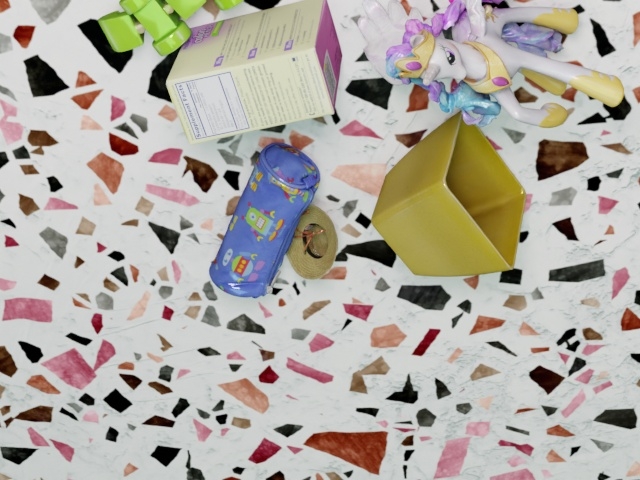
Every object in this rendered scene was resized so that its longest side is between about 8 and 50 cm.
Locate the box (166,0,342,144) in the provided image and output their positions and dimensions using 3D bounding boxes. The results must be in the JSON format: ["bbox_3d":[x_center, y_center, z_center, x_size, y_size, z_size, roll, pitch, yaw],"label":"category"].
[{"bbox_3d":[-0.099,-0.275,1.776,0.242,0.214,0.117,-11,122,11],"label":"box"}]

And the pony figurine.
[{"bbox_3d":[0.237,-0.316,1.679,0.363,0.351,0.303,8,133,-24],"label":"pony figurine"}]

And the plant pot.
[{"bbox_3d":[0.212,-0.059,1.917,0.187,0.212,0.212,-23,121,34],"label":"plant pot"}]

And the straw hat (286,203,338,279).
[{"bbox_3d":[0.000,0.000,2.043,0.061,0.144,0.144,-1,138,-47],"label":"straw hat"}]

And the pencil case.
[{"bbox_3d":[-0.100,-0.025,2.003,0.133,0.119,0.306,36,125,15],"label":"pencil case"}]

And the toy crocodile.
[{"bbox_3d":[-0.211,-0.405,1.775,0.340,0.105,0.115,-31,116,18],"label":"toy crocodile"}]
